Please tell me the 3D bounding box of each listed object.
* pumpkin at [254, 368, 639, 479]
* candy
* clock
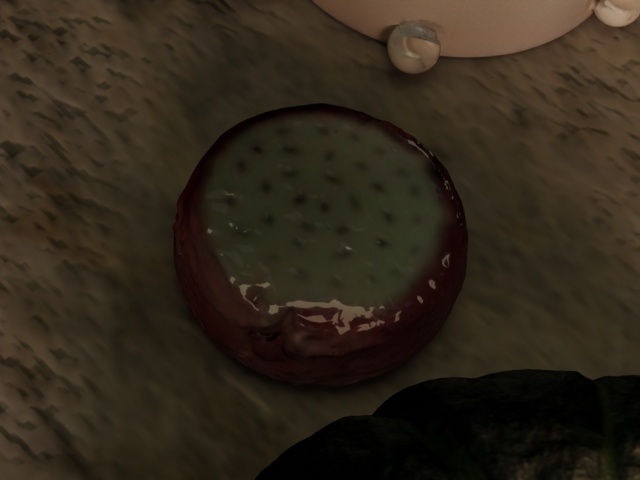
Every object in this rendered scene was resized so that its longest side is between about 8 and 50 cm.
[{"bbox_3d":[0.062,0.138,0.460,0.220,0.162,0.221,1,58,-1],"label":"pumpkin"},{"bbox_3d":[0.000,0.000,0.616,0.103,0.043,0.103,4,55,-5],"label":"candy"},{"bbox_3d":[0.055,-0.148,0.714,0.229,0.063,0.156,-14,58,-15],"label":"clock"}]
